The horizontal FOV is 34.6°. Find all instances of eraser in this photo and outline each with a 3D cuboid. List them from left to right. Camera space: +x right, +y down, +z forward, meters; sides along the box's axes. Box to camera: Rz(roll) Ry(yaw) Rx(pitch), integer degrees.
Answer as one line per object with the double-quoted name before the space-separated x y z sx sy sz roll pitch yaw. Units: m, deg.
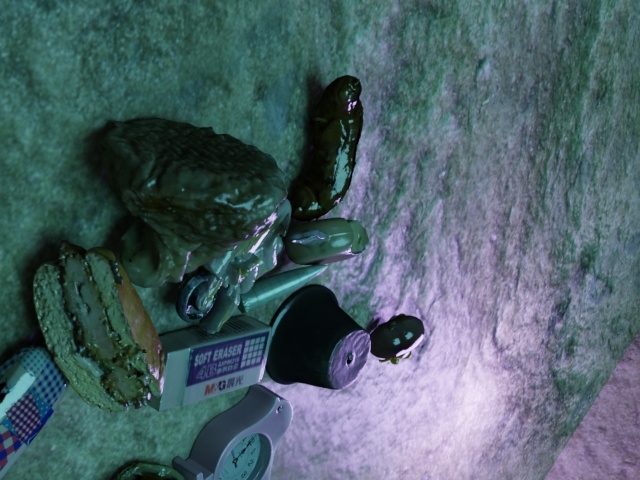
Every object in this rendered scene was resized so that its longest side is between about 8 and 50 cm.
"eraser" -0.219 0.229 1.964 0.279 0.081 0.124 -9 116 -50

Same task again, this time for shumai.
"shumai" -0.210 -0.031 1.662 0.267 0.314 0.262 -30 136 -56

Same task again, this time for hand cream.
"hand cream" -0.076 0.086 2.050 0.205 0.078 0.050 -22 89 -24

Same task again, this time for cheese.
"cheese" 0.000 0.000 2.009 0.286 0.163 0.082 15 62 -79

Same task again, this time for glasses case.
"glasses case" -0.524 0.309 1.627 0.327 0.076 0.125 -52 143 -18

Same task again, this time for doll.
"doll" 0.174 0.242 2.473 0.145 0.096 0.188 -10 149 -23

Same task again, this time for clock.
"clock" -0.155 0.470 2.178 0.275 0.080 0.290 -46 140 -26

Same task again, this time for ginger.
"ginger" 0.020 -0.181 2.023 0.133 0.107 0.309 -8 119 -55

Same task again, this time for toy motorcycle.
"toy motorcycle" -0.149 0.013 1.919 0.341 0.108 0.223 -61 152 -6

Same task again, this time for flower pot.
"flower pot" 0.010 0.227 2.199 0.235 0.148 0.235 -29 131 -40

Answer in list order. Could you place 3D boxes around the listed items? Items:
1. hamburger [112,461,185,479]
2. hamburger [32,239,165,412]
"hamburger" -0.346 0.572 1.947 0.265 0.134 0.285 26 90 -52
"hamburger" -0.350 0.143 1.672 0.245 0.155 0.282 27 49 -82
